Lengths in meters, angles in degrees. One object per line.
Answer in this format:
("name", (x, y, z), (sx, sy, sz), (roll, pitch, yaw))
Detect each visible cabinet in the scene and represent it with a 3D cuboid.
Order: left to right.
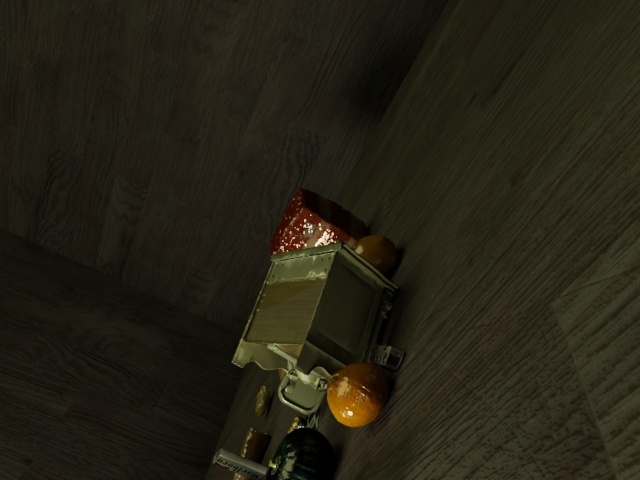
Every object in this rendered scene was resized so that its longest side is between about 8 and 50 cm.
("cabinet", (-0.012, 0.210, 1.242), (0.290, 0.227, 0.317), (-11, 50, 47))

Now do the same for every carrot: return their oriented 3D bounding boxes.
("carrot", (-0.281, 0.849, 1.881), (0.102, 0.102, 0.263), (130, 163, -65))

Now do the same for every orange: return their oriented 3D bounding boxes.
("orange", (0.074, 0.316, 1.022), (0.135, 0.118, 0.135), (-161, 90, -81))

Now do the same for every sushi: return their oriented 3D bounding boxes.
("sushi", (-0.084, 0.605, 1.473), (0.279, 0.043, 0.192), (-62, 7, 24))

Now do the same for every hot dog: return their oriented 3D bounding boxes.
("hot dog", (-0.257, 0.730, 2.246), (0.078, 0.061, 0.168), (-50, 20, 30))

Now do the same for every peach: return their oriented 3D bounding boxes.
("peach", (0.148, 0.046, 1.405), (0.138, 0.138, 0.138), (-63, 7, 14))

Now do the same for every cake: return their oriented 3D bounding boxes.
("cake", (0.000, 0.000, 1.897), (0.269, 0.320, 0.270), (-59, 13, 21))

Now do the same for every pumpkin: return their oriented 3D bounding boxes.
("pumpkin", (-0.053, 0.526, 1.122), (0.202, 0.140, 0.201), (-157, 90, -82))

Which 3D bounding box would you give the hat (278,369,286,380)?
("hat", (-0.140, 0.503, 1.992), (0.193, 0.082, 0.193), (23, -90, -87))

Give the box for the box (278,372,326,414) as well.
("box", (-0.026, 0.365, 1.487), (0.274, 0.138, 0.178), (-61, 1, -13))

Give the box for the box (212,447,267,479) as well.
("box", (-0.285, 0.792, 1.750), (0.115, 0.178, 0.035), (-55, 11, 48))

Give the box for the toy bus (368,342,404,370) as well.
("toy bus", (0.140, 0.253, 1.081), (0.131, 0.037, 0.052), (139, 154, -75))
